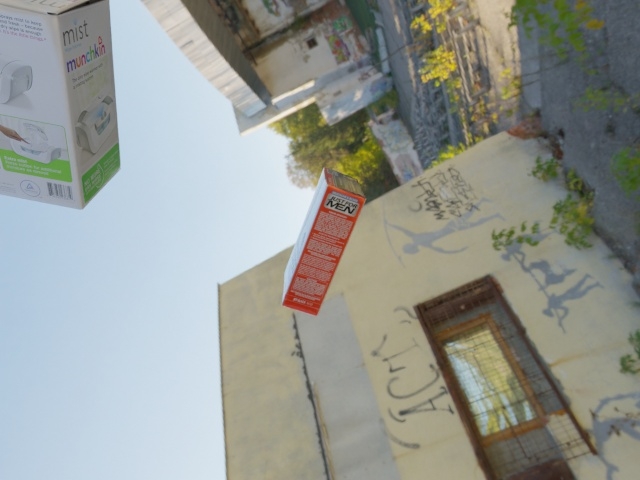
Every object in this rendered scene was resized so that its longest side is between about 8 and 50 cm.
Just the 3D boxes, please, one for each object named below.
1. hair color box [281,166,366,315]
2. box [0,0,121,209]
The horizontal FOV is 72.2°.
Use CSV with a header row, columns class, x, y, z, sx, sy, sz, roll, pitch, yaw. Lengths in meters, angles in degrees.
class,x,y,z,sx,sy,sz,roll,pitch,yaw
hair color box,0.000,0.000,0.567,0.053,0.167,0.093,19,-160,-9
box,-0.395,-0.182,0.513,0.127,0.261,0.231,-85,7,-55
